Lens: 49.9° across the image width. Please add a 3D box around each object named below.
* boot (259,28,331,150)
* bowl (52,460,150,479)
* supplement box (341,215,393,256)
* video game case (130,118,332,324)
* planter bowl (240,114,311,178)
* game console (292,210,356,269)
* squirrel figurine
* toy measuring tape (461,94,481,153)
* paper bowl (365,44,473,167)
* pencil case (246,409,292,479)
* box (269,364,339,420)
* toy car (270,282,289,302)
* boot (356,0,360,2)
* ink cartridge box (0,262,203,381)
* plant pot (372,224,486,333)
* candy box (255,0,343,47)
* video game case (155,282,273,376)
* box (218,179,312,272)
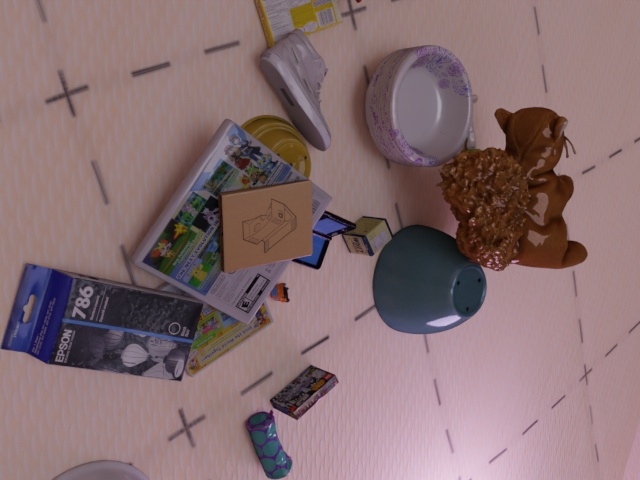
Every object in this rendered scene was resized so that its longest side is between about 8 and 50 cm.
[{"bbox_3d":[-0.019,-0.326,1.492,0.123,0.095,0.258,-45,126,-18],"label":"boot"},{"bbox_3d":[-0.413,0.581,1.290,0.298,0.134,0.297,-7,102,-38],"label":"bowl"},{"bbox_3d":[0.113,-0.011,1.657,0.083,0.083,0.056,-40,118,-28],"label":"supplement box"},{"bbox_3d":[-0.167,-0.027,1.383,0.300,0.036,0.329,35,88,-37],"label":"video game case"},{"bbox_3d":[-0.087,-0.160,1.472,0.217,0.090,0.217,-7,101,-39],"label":"planter bowl"},{"bbox_3d":[0.000,0.000,1.555,0.144,0.124,0.085,21,57,-52],"label":"game console"},{"bbox_3d":[0.473,-0.132,1.657,0.397,0.281,0.370,-11,116,-41],"label":"squirrel figurine"},{"bbox_3d":[0.447,-0.232,1.875,0.121,0.121,0.329,-12,103,-37],"label":"toy measuring tape"},{"bbox_3d":[0.224,-0.320,1.661,0.284,0.148,0.284,-6,100,-39],"label":"paper bowl"},{"bbox_3d":[-0.114,0.462,1.555,0.070,0.064,0.151,-25,113,-17],"label":"pencil case"},{"bbox_3d":[-0.037,0.347,1.582,0.137,0.094,0.027,-37,118,-30],"label":"box"},{"bbox_3d":[-0.098,0.082,1.544,0.041,0.060,0.121,-10,85,6],"label":"toy car"},{"bbox_3d":[0.011,-0.576,1.469,0.244,0.088,0.176,-36,101,-32],"label":"boot"},{"bbox_3d":[-0.392,0.158,1.272,0.333,0.065,0.165,15,90,-34],"label":"ink cartridge box"},{"bbox_3d":[0.305,0.113,1.757,0.290,0.195,0.290,-7,101,-37],"label":"plant pot"},{"bbox_3d":[-0.043,-0.500,1.498,0.206,0.027,0.105,-30,111,-32],"label":"candy box"},{"bbox_3d":[-0.221,0.142,1.450,0.227,0.026,0.206,-32,115,-32],"label":"video game case"},{"bbox_3d":[-0.107,-0.031,1.384,0.201,0.021,0.164,-11,114,-28],"label":"box"}]
